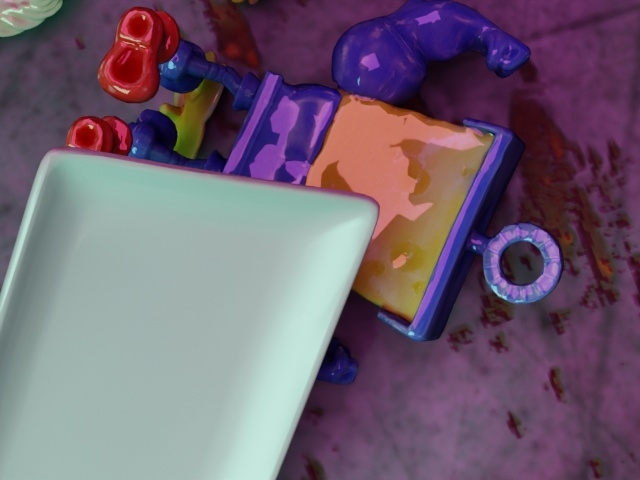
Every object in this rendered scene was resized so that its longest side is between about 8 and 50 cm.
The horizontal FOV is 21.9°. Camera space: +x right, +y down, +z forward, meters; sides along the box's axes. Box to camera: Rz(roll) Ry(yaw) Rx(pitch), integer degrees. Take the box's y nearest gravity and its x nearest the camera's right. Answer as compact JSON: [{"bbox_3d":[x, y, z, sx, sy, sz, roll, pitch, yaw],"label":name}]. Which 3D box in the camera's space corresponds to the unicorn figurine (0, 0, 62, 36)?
[{"bbox_3d":[-0.198,-0.116,0.853,0.111,0.060,0.162,31,107,8],"label":"unicorn figurine"}]

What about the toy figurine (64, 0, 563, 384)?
[{"bbox_3d":[0.000,0.000,0.755,0.217,0.191,0.363,23,91,4],"label":"toy figurine"}]

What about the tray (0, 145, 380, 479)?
[{"bbox_3d":[-0.085,0.085,0.690,0.145,0.030,0.270,8,115,-29],"label":"tray"}]
